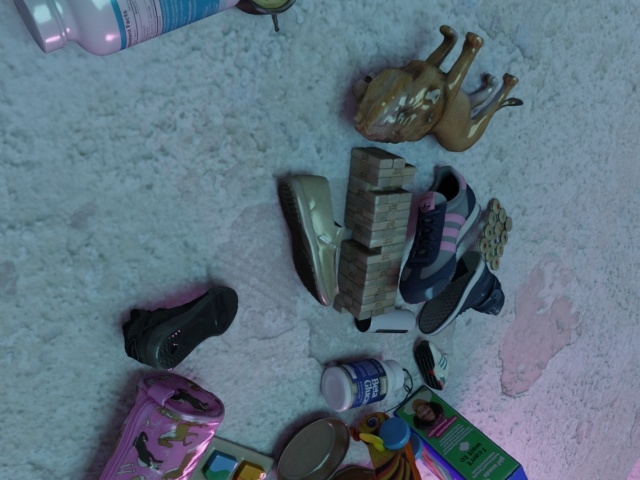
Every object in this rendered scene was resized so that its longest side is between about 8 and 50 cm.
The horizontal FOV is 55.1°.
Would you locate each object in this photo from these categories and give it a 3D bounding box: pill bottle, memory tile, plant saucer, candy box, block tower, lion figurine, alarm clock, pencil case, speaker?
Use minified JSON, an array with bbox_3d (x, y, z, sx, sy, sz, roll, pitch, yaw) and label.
[{"bbox_3d":[0.095,0.305,1.323,0.169,0.094,0.094,-5,113,-34],"label":"pill bottle"},{"bbox_3d":[0.406,-0.013,1.420,0.113,0.012,0.148,46,58,-39],"label":"memory tile"},{"bbox_3d":[-0.022,0.466,1.346,0.199,0.036,0.198,-18,120,-33],"label":"plant saucer"},{"bbox_3d":[-0.239,-0.324,0.765,0.264,0.146,0.146,-30,125,-21],"label":"pill bottle"},{"bbox_3d":[0.350,0.534,1.463,0.122,0.317,0.268,-40,128,-14],"label":"candy box"},{"bbox_3d":[0.103,-0.006,1.189,0.091,0.097,0.335,-8,116,-32],"label":"block tower"},{"bbox_3d":[0.236,-0.244,1.151,0.392,0.142,0.240,20,105,-44],"label":"lion figurine"},{"bbox_3d":[-0.098,-0.404,0.872,0.192,0.064,0.129,41,75,-48],"label":"alarm clock"},{"bbox_3d":[-0.308,0.413,1.045,0.160,0.167,0.386,28,93,-5],"label":"pencil case"},{"bbox_3d":[0.140,0.172,1.321,0.136,0.055,0.055,8,105,-38],"label":"speaker"}]

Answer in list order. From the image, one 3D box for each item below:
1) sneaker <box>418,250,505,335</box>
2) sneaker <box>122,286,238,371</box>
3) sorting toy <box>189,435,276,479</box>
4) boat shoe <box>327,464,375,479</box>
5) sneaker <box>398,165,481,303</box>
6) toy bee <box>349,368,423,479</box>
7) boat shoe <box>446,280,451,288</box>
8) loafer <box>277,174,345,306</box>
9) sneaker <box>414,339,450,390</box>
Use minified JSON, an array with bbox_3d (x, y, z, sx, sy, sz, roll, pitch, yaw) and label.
[{"bbox_3d":[0.339,0.159,1.437,0.226,0.086,0.163,-51,127,-8],"label":"sneaker"},{"bbox_3d":[-0.238,0.133,1.022,0.227,0.130,0.087,-37,128,-52],"label":"sneaker"},{"bbox_3d":[-0.203,0.502,1.234,0.208,0.038,0.193,36,87,-40],"label":"sorting toy"},{"bbox_3d":[0.141,0.608,1.460,0.324,0.120,0.122,13,82,-42],"label":"boat shoe"},{"bbox_3d":[0.217,-0.019,1.216,0.131,0.112,0.319,57,45,-28],"label":"sneaker"},{"bbox_3d":[0.146,0.459,1.380,0.162,0.298,0.195,-23,108,20],"label":"toy bee"},{"bbox_3d":[0.248,0.074,1.364,0.125,0.038,0.046,38,86,-40],"label":"boat shoe"},{"bbox_3d":[0.000,0.000,1.112,0.092,0.102,0.268,-23,122,-19],"label":"loafer"},{"bbox_3d":[0.276,0.285,1.479,0.075,0.057,0.161,-47,129,-35],"label":"sneaker"}]
